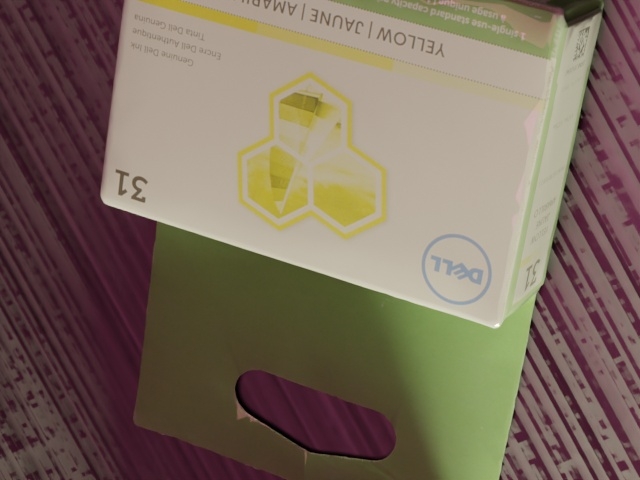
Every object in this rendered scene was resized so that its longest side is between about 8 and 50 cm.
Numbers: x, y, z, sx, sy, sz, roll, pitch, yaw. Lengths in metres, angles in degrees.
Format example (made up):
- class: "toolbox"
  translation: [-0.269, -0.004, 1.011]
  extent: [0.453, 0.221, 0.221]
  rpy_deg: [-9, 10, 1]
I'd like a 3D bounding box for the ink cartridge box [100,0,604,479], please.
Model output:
- class: "ink cartridge box"
  translation: [0.000, 0.000, 0.733]
  extent: [0.171, 0.056, 0.235]
  rpy_deg: [18, 112, 21]
